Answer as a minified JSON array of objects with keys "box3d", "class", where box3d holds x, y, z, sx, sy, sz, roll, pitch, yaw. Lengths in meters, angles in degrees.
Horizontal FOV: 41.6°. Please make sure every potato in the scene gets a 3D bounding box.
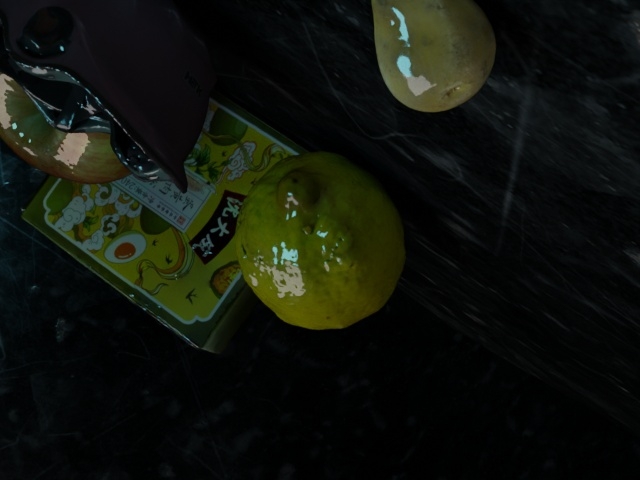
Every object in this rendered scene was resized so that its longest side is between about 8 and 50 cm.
[{"box3d":[0.059,-0.115,0.470,0.083,0.068,0.062,53,-151,-27],"class":"potato"}]

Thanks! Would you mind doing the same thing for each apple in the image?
[{"box3d":[-0.351,-0.239,1.279,0.302,0.301,0.301,35,177,2],"class":"apple"}]

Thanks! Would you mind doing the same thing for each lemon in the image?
[{"box3d":[0.000,0.000,1.204,0.245,0.245,0.320,34,167,25],"class":"lemon"}]

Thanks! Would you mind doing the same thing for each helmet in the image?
[{"box3d":[-0.239,-0.213,0.969,0.338,0.197,0.271,27,166,29],"class":"helmet"}]

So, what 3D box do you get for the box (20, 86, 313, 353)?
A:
[{"box3d":[-0.237,-0.073,1.440,0.420,0.373,0.138,35,176,14],"class":"box"}]
